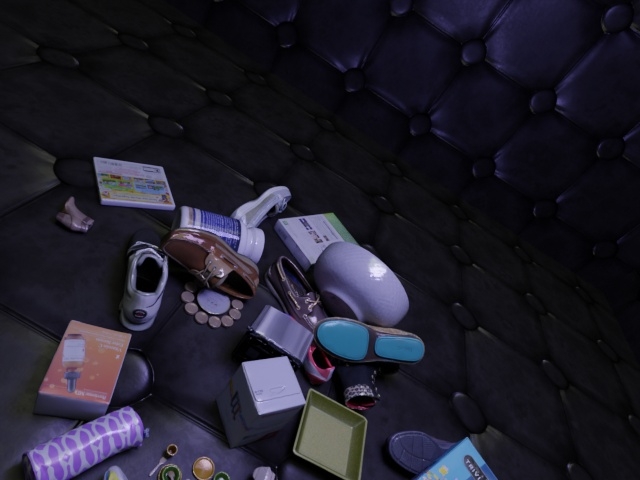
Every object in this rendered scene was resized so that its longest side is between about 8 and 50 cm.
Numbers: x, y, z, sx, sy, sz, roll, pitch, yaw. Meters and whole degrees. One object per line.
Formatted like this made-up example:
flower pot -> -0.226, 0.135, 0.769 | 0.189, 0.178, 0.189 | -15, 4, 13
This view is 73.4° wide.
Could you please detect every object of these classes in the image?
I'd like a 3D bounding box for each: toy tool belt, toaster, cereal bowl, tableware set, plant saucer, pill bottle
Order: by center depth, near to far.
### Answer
tableware set -> -0.267, 0.490, 0.898 | 0.154, 0.024, 0.104 | 37, 34, 4
toy tool belt -> -0.126, 0.542, 0.934 | 0.083, 0.052, 0.051 | -70, 147, -50
plant saucer -> 0.022, 0.508, 1.107 | 0.188, 0.045, 0.188 | 30, 34, -7
toaster -> -0.126, 0.277, 1.134 | 0.168, 0.186, 0.110 | 33, 44, -3
pill bottle -> -0.320, -0.005, 1.336 | 0.264, 0.153, 0.153 | 13, 40, -28
cereal bowl -> 0.103, 0.173, 1.371 | 0.339, 0.339, 0.141 | 41, 64, 9

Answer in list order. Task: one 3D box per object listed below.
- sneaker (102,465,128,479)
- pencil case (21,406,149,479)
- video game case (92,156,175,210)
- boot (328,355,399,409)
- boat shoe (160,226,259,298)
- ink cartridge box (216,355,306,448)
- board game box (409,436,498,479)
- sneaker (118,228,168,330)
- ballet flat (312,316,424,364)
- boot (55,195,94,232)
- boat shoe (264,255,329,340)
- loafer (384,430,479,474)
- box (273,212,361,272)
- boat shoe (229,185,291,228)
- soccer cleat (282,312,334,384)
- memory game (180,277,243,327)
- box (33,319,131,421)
sneaker -> -0.378, 0.506, 0.724 | 0.126, 0.091, 0.240 | -21, 34, -20
pencil case -> -0.442, 0.395, 0.815 | 0.086, 0.088, 0.206 | 19, 20, 40
video game case -> -0.614, -0.185, 1.416 | 0.227, 0.026, 0.206 | 3, 45, -40
boot -> 0.149, 0.414, 1.268 | 0.236, 0.085, 0.179 | 12, 27, -20
boat shoe -> -0.296, 0.073, 1.222 | 0.324, 0.122, 0.120 | 31, 29, -39
ink cartridge box -> -0.142, 0.376, 1.007 | 0.128, 0.176, 0.127 | 3, 45, -39
board game box -> 0.315, 0.687, 1.037 | 0.336, 0.079, 0.254 | -18, 60, -32
sneaker -> -0.456, 0.064, 1.148 | 0.122, 0.146, 0.331 | 11, 39, -29
ballet flat -> 0.134, 0.300, 1.271 | 0.348, 0.123, 0.123 | 12, 39, -13
boot -> -0.683, -0.069, 1.209 | 0.087, 0.042, 0.118 | 26, 36, -24
boat shoe -> -0.058, 0.192, 1.374 | 0.116, 0.097, 0.324 | -13, 56, -48
loafer -> 0.305, 0.604, 1.218 | 0.302, 0.095, 0.109 | 17, 68, -18
box -> 0.000, 0.000, 1.696 | 0.322, 0.058, 0.232 | -11, 55, -46
boat shoe -> -0.208, -0.108, 1.600 | 0.103, 0.118, 0.320 | 46, 39, 5
soccer cleat -> -0.046, 0.301, 1.251 | 0.083, 0.095, 0.248 | -12, 57, -43
memory game -> -0.313, 0.177, 1.249 | 0.186, 0.012, 0.186 | 23, 36, -17
box -> -0.494, 0.275, 0.903 | 0.130, 0.091, 0.170 | 20, 37, -22
